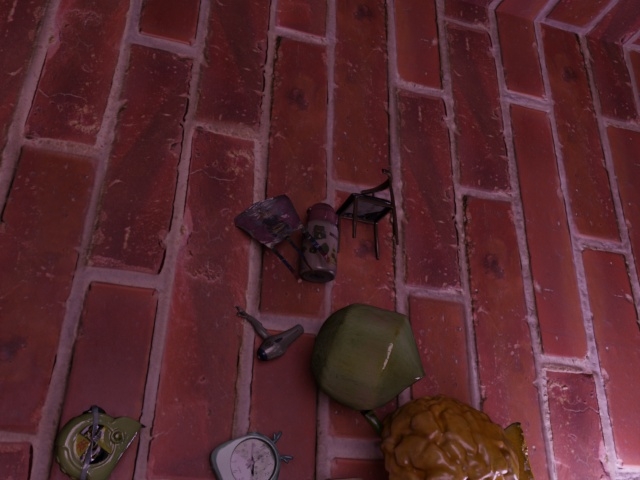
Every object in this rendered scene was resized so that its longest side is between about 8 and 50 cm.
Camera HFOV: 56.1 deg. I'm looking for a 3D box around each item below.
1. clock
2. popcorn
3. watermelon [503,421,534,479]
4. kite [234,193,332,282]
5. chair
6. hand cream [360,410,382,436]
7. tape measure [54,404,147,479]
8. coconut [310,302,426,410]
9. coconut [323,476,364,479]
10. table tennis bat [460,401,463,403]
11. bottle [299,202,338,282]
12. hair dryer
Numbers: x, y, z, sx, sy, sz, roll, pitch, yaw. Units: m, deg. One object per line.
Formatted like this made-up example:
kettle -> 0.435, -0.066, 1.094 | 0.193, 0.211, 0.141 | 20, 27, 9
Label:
clock -> -0.180, 0.598, 1.612 | 0.211, 0.066, 0.159 | -18, 73, -26
popcorn -> 0.349, 0.590, 1.639 | 0.354, 0.390, 0.344 | -16, 51, 8
watermelon -> 0.588, 0.707, 1.790 | 0.123, 0.129, 0.301 | 5, 60, -20
kite -> -0.109, -0.020, 1.867 | 0.204, 0.022, 0.360 | -30, 54, -21
chair -> 0.151, -0.097, 1.983 | 0.166, 0.188, 0.272 | 10, 67, -15
hand cream -> 0.168, 0.549, 1.781 | 0.036, 0.023, 0.122 | -31, 75, -28
tape measure -> -0.567, 0.511, 1.498 | 0.175, 0.106, 0.200 | 38, 61, -16
coconut -> 0.145, 0.336, 1.724 | 0.328, 0.281, 0.328 | 5, 31, -3
coconut -> 0.066, 0.716, 1.594 | 0.161, 0.161, 0.162 | 5, 67, -17
table tennis bat -> 0.453, 0.571, 1.874 | 0.158, 0.014, 0.095 | 42, 59, 6
bottle -> 0.000, 0.000, 1.920 | 0.120, 0.120, 0.253 | 12, 64, -14
hair dryer -> -0.146, 0.257, 1.802 | 0.167, 0.067, 0.199 | -14, 56, -33
